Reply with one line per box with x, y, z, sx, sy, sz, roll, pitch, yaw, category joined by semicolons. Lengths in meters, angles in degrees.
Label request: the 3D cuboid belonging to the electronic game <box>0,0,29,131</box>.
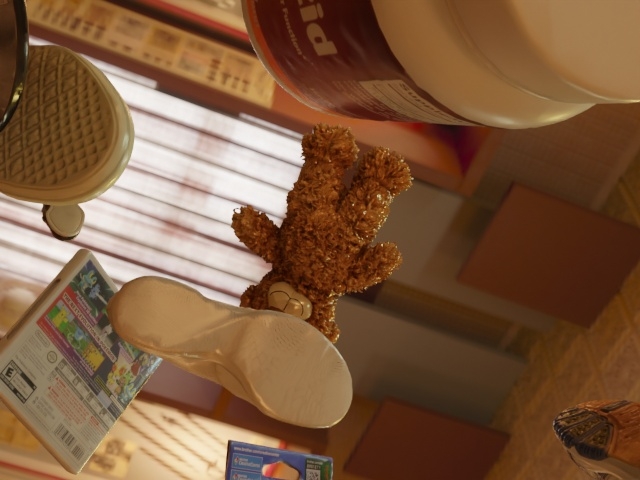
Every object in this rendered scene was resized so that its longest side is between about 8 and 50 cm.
-0.329;-0.199;0.832;0.048;0.229;0.229;-19;145;-46;electronic game

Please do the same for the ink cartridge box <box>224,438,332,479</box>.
-0.020;0.367;0.964;0.065;0.185;0.311;-20;-119;35;ink cartridge box

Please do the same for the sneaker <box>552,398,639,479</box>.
0.352;0.269;1.016;0.296;0.111;0.131;-146;-142;-72;sneaker

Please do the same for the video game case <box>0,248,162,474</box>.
-0.280;0.141;1.086;0.183;0.023;0.201;-55;139;-30;video game case

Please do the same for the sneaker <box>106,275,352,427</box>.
-0.074;0.089;0.773;0.080;0.212;0.094;-66;-165;-17;sneaker

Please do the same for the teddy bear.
0.000;0.000;1.362;0.338;0.245;0.113;-48;-165;5;teddy bear

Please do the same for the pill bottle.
0.100;-0.194;0.675;0.392;0.224;0.224;20;-89;67;pill bottle

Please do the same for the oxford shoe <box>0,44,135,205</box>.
-0.328;-0.123;1.044;0.449;0.130;0.169;18;-111;44;oxford shoe

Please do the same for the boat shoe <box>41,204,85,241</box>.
-0.314;-0.028;1.136;0.125;0.046;0.038;50;-46;49;boat shoe
